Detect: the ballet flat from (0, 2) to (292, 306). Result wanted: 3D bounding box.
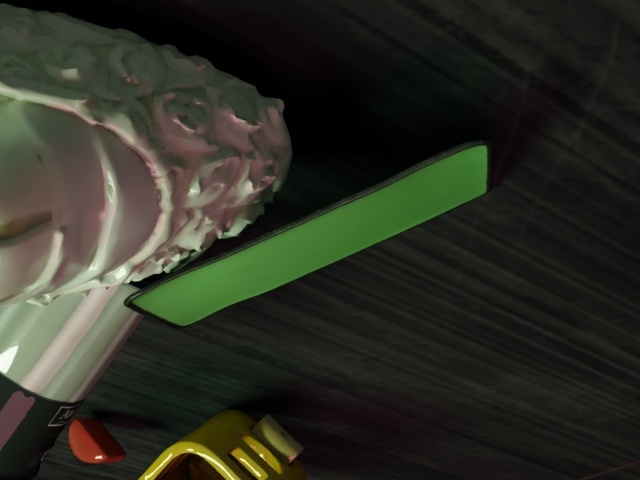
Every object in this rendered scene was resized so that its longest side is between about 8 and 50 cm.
[{"bbox_3d":[-0.195,-0.029,0.674,0.408,0.147,0.147,11,149,-26],"label":"ballet flat"}]

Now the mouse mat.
[{"bbox_3d":[0.000,0.000,0.824,0.189,0.007,0.152,-23,170,2],"label":"mouse mat"}]

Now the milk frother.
[{"bbox_3d":[-0.172,0.028,0.871,0.143,0.129,0.135,34,103,-11],"label":"milk frother"}]

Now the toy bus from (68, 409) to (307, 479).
[{"bbox_3d":[-0.061,0.170,1.137,0.104,0.202,0.191,-48,131,12],"label":"toy bus"}]
